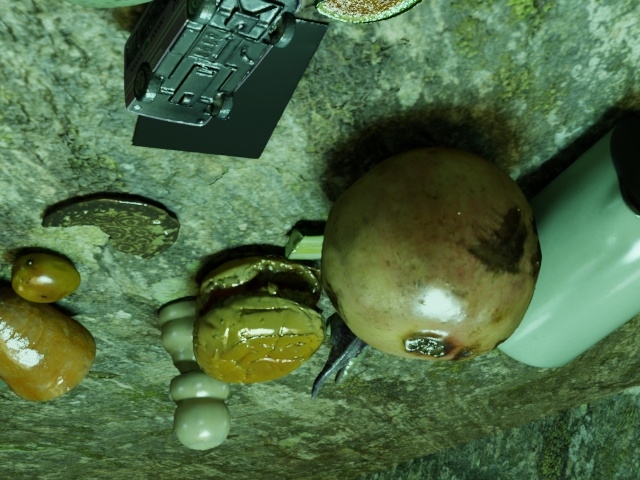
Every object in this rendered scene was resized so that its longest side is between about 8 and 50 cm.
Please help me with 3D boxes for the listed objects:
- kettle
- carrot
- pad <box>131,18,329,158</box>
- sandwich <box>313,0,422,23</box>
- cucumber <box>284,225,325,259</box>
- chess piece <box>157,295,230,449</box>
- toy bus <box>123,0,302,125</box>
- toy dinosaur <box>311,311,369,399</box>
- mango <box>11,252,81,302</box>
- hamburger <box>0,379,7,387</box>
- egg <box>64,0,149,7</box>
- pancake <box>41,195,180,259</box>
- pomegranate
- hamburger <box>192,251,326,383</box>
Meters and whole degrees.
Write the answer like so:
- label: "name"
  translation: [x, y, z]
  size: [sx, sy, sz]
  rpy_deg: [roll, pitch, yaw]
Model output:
- label: "kettle"
  translation: [0.458, -0.007, 1.117]
  size: [0.360, 0.250, 0.377]
  rpy_deg: [-18, 158, -32]
- label: "carrot"
  translation: [-0.494, 0.147, 1.185]
  size: [0.159, 0.159, 0.225]
  rpy_deg: [-12, 140, 5]
- label: "pad"
  translation: [-0.113, -0.171, 0.817]
  size: [0.170, 0.006, 0.245]
  rpy_deg: [3, 150, -23]
- label: "sandwich"
  translation: [0.060, -0.248, 0.699]
  size: [0.135, 0.029, 0.067]
  rpy_deg: [-17, 147, 16]
- label: "cucumber"
  translation: [0.000, 0.000, 1.156]
  size: [0.107, 0.035, 0.067]
  rpy_deg: [1, 141, -32]
- label: "chess piece"
  translation: [-0.226, 0.248, 1.315]
  size: [0.142, 0.261, 0.143]
  rpy_deg: [-6, 154, -3]
- label: "toy bus"
  translation: [-0.105, -0.195, 0.658]
  size: [0.096, 0.108, 0.199]
  rpy_deg: [7, 149, -36]
- label: "toy dinosaur"
  translation: [0.057, 0.134, 1.235]
  size: [0.077, 0.294, 0.162]
  rpy_deg: [17, 172, -2]
- label: "mango"
  translation: [-0.416, 0.057, 1.098]
  size: [0.080, 0.061, 0.114]
  rpy_deg: [-32, 147, 11]
- label: "hamburger"
  translation: [-0.630, 0.235, 1.371]
  size: [0.140, 0.063, 0.133]
  rpy_deg: [-27, 145, 34]
- label: "egg"
  translation: [-0.148, -0.243, 0.517]
  size: [0.181, 0.141, 0.141]
  rpy_deg: [-15, 155, -12]
- label: "pancake"
  translation: [-0.296, -0.014, 1.047]
  size: [0.184, 0.020, 0.191]
  rpy_deg: [-9, 152, -4]
- label: "pomegranate"
  translation: [0.151, 0.025, 0.999]
  size: [0.321, 0.322, 0.322]
  rpy_deg: [-8, 153, -4]
- label: "hamburger"
  translation: [-0.105, 0.136, 1.225]
  size: [0.244, 0.163, 0.244]
  rpy_deg: [-1, 147, 0]
